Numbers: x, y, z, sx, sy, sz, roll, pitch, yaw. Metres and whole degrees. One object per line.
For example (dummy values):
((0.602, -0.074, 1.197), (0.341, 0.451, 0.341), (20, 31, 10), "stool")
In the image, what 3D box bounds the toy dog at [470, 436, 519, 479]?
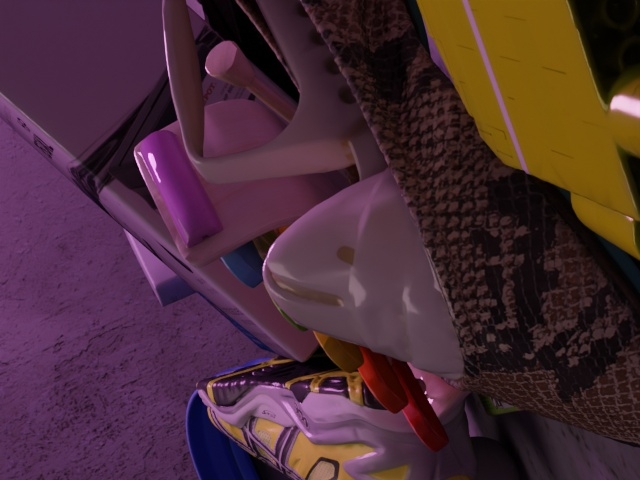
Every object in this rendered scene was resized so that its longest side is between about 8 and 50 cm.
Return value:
((0.073, 0.273, 1.508), (0.220, 0.161, 0.334), (50, 156, 36), "toy dog")

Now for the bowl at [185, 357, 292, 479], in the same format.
((-0.003, 0.311, 1.921), (0.391, 0.077, 0.391), (34, 144, 31), "bowl")

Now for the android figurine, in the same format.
((0.097, -0.106, 0.685), (0.273, 0.056, 0.248), (-139, 26, -74), "android figurine")

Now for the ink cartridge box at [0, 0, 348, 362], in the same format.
((-0.128, -0.085, 1.414), (0.395, 0.166, 0.285), (42, 173, -5), "ink cartridge box")

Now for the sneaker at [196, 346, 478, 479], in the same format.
((0.003, 0.172, 1.380), (0.384, 0.145, 0.147), (-2, 105, 67), "sneaker")

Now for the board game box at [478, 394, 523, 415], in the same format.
((0.092, 0.006, 1.202), (0.259, 0.039, 0.124), (63, 173, 5), "board game box")

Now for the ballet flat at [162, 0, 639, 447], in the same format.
((0.019, -0.058, 0.918), (0.164, 0.182, 0.483), (86, 159, -60), "ballet flat")

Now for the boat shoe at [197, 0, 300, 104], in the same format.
((-0.077, -0.254, 1.393), (0.095, 0.112, 0.335), (33, 156, 46), "boat shoe")

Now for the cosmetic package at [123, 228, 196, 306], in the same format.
((-0.127, -0.031, 1.986), (0.224, 0.224, 0.138), (113, 133, -82), "cosmetic package")

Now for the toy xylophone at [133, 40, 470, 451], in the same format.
((0.000, 0.000, 1.107), (0.322, 0.081, 0.236), (42, -166, -40), "toy xylophone")

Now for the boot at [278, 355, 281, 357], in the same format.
((-0.015, 0.143, 2.044), (0.248, 0.090, 0.207), (100, 172, -50), "boot")
